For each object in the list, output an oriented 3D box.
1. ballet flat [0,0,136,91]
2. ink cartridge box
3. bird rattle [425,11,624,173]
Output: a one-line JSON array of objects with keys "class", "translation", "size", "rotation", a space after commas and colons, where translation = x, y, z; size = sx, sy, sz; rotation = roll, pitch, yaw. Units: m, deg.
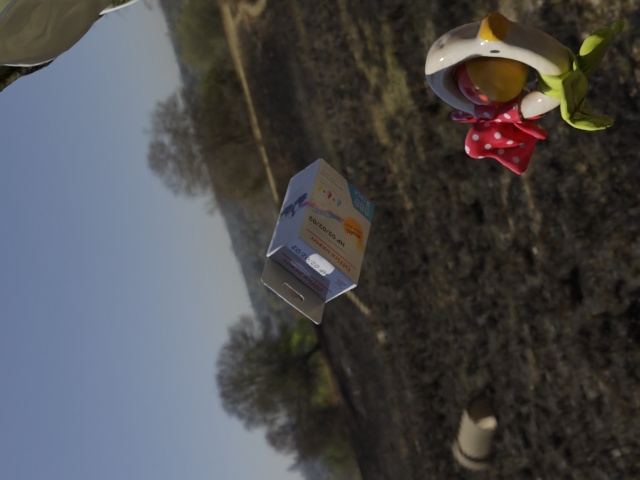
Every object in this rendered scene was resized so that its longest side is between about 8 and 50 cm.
[{"class": "ballet flat", "translation": [-0.245, -0.210, 0.811], "size": [0.483, 0.182, 0.164], "rotation": [-69, -32, -52]}, {"class": "ink cartridge box", "translation": [0.000, 0.000, 1.199], "size": [0.104, 0.061, 0.181], "rotation": [39, -138, -24]}, {"class": "bird rattle", "translation": [0.216, -0.185, 1.102], "size": [0.253, 0.207, 0.143], "rotation": [-10, 60, 61]}]
